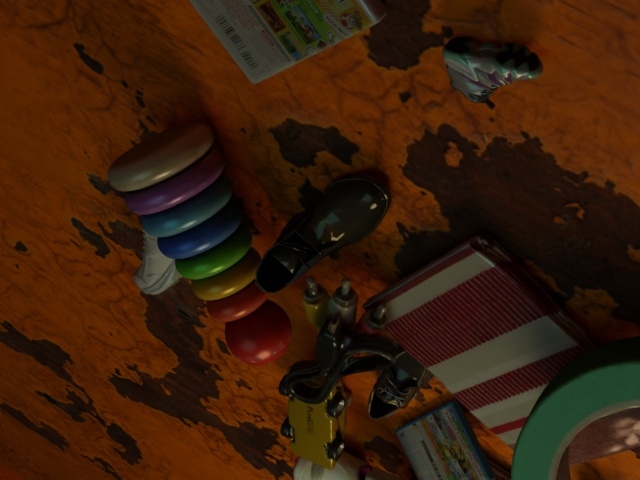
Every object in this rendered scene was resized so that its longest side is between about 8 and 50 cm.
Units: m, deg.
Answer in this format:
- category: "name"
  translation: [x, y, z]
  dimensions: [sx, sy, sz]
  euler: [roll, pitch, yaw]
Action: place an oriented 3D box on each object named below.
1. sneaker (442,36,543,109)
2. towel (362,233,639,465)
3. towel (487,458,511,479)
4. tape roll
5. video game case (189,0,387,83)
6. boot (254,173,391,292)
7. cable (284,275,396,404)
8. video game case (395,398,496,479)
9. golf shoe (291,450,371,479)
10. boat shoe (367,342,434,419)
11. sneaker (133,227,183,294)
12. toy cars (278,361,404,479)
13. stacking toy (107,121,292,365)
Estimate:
- category: "sneaker"
  translation: [0.160, -0.147, 0.832]
  dimensions: [0.098, 0.038, 0.069]
  euler: [24, 146, 35]
- category: "towel"
  translation: [0.232, 0.147, 1.095]
  dimensions: [0.329, 0.037, 0.237]
  euler: [44, 141, -7]
- category: "towel"
  translation: [0.241, 0.424, 1.414]
  dimensions: [0.187, 0.049, 0.282]
  euler: [33, 146, 8]
- category: "tape roll"
  translation: [0.367, 0.262, 0.956]
  dimensions: [0.321, 0.077, 0.321]
  euler: [8, 109, 25]
- category: "video game case"
  translation: [-0.070, -0.278, 0.894]
  dimensions: [0.206, 0.026, 0.227]
  euler: [-14, 120, 49]
- category: "boot"
  translation: [0.000, 0.000, 1.082]
  dimensions: [0.082, 0.106, 0.219]
  euler: [43, 146, -8]
- category: "cable"
  translation: [0.028, 0.148, 1.206]
  dimensions: [0.140, 0.072, 0.287]
  euler: [23, 150, 6]
- category: "video game case"
  translation: [0.177, 0.308, 1.314]
  dimensions: [0.119, 0.015, 0.166]
  euler: [65, 147, 14]
- category: "golf shoe"
  translation: [0.058, 0.474, 1.586]
  dimensions: [0.140, 0.115, 0.306]
  euler: [5, 135, 34]
- category: "boat shoe"
  translation: [0.111, 0.198, 1.249]
  dimensions: [0.066, 0.066, 0.183]
  euler: [32, 144, 10]
- category: "sneaker"
  translation: [-0.220, -0.004, 1.311]
  dimensions: [0.115, 0.090, 0.232]
  euler: [49, 136, -5]
- category: "toy cars"
  translation: [0.062, 0.340, 1.412]
  dimensions: [0.176, 0.087, 0.393]
  euler: [-26, 103, 46]
- category: "stacking toy"
  translation: [-0.135, 0.022, 1.157]
  dimensions: [0.141, 0.141, 0.330]
  euler: [-5, 117, 45]
